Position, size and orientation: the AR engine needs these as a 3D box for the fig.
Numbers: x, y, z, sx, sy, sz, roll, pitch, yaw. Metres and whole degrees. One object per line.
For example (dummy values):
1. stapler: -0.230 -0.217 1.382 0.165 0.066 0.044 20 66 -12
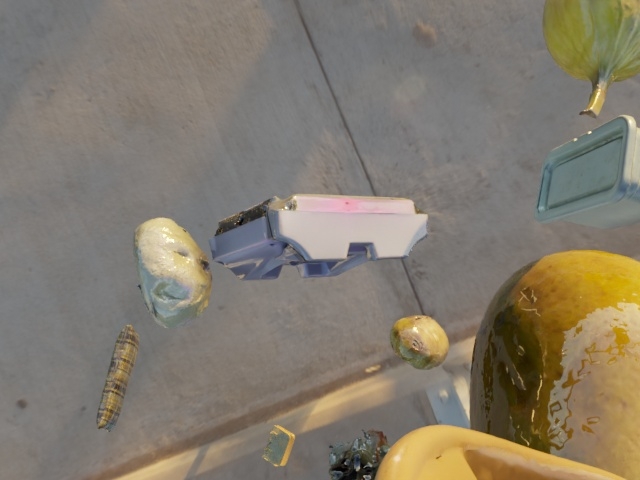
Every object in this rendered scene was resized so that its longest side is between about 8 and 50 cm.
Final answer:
1. fig: 0.333 -0.236 0.821 0.159 0.159 0.257 21 59 4

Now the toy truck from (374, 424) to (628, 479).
1. toy truck: 0.071 0.232 0.336 0.287 0.204 0.212 13 115 -26

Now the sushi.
1. sushi: 0.058 0.313 0.895 0.103 0.226 0.097 7 112 -5

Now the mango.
1. mango: 0.306 0.204 0.774 0.220 0.445 0.301 31 126 -25

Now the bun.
1. bun: -0.344 0.073 1.623 0.168 0.273 0.273 -15 90 -11

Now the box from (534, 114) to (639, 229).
1. box: 0.605 -0.116 1.439 0.182 0.312 0.176 15 79 -11

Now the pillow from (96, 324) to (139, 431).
1. pillow: -0.402 0.275 1.381 0.038 0.113 0.204 12 70 0

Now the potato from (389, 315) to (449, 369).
1. potato: 0.187 0.193 1.312 0.080 0.170 0.107 -29 77 27

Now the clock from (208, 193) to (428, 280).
1. clock: 0.000 0.000 0.931 0.253 0.186 0.084 -1 80 -34

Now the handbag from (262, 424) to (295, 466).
1. handbag: -0.099 0.487 1.650 0.061 0.027 0.083 19 90 37
